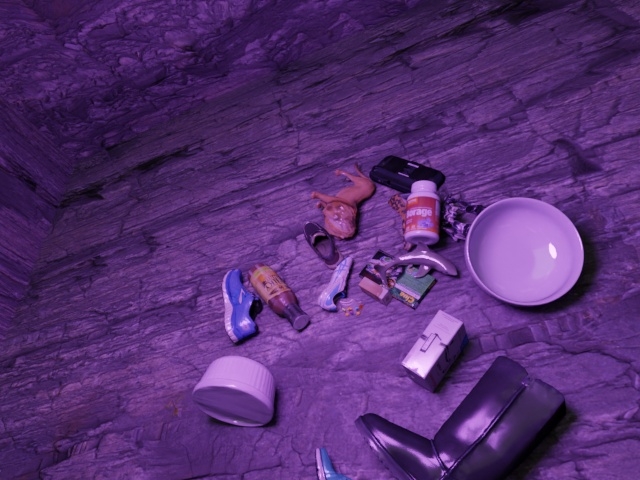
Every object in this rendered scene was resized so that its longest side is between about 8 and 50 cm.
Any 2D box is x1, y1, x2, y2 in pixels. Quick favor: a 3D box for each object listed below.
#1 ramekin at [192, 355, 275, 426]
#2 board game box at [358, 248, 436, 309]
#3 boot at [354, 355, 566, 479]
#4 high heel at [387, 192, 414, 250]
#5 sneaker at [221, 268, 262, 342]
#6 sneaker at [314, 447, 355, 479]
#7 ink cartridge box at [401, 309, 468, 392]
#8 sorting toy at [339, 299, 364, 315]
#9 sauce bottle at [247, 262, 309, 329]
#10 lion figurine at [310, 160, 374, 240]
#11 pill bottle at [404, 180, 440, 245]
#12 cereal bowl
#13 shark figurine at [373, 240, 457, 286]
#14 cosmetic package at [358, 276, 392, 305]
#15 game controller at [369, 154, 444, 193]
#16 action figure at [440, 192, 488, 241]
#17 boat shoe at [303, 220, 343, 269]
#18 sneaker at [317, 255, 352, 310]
[{"bbox_3d":[-0.272,0.491,1.425,0.273,0.272,0.127,-9,39,21],"label":"ramekin"},{"bbox_3d":[0.275,0.136,1.577,0.136,0.030,0.260,-46,48,-15],"label":"board game box"},{"bbox_3d":[0.366,0.477,1.173,0.445,0.146,0.367,-44,55,-7],"label":"boot"},{"bbox_3d":[0.319,-0.074,1.705,0.186,0.093,0.260,-4,60,48],"label":"high heel"},{"bbox_3d":[-0.308,0.249,1.743,0.147,0.129,0.329,-15,51,-2],"label":"sneaker"},{"bbox_3d":[0.065,0.704,1.203,0.110,0.106,0.275,-23,49,-17],"label":"sneaker"},{"bbox_3d":[0.347,0.334,1.298,0.086,0.148,0.203,28,71,38],"label":"ink cartridge box"},{"bbox_3d":[0.104,0.234,1.554,0.084,0.075,0.044,-10,50,21],"label":"sorting toy"},{"bbox_3d":[-0.163,0.215,1.686,0.111,0.111,0.344,-43,48,-9],"label":"sauce bottle"},{"bbox_3d":[0.125,-0.183,1.837,0.240,0.142,0.392,27,65,32],"label":"lion figurine"},{"bbox_3d":[0.368,-0.100,1.557,0.121,0.121,0.215,-3,68,26],"label":"pill bottle"},{"bbox_3d":[0.620,0.045,1.359,0.340,0.141,0.338,-3,74,9],"label":"cereal bowl"},{"bbox_3d":[0.324,0.057,1.524,0.279,0.116,0.166,-6,39,8],"label":"shark figurine"},{"bbox_3d":[0.197,0.183,1.558,0.115,0.060,0.041,29,71,42],"label":"cosmetic package"},{"bbox_3d":[0.364,-0.276,1.847,0.167,0.067,0.319,-37,46,-26],"label":"game controller"},{"bbox_3d":[0.499,-0.079,1.559,0.163,0.141,0.275,-64,8,6],"label":"action figure"},{"bbox_3d":[0.000,0.000,1.783,0.103,0.092,0.285,-33,46,0],"label":"boat shoe"},{"bbox_3d":[0.072,0.162,1.636,0.086,0.085,0.237,25,62,11],"label":"sneaker"}]
